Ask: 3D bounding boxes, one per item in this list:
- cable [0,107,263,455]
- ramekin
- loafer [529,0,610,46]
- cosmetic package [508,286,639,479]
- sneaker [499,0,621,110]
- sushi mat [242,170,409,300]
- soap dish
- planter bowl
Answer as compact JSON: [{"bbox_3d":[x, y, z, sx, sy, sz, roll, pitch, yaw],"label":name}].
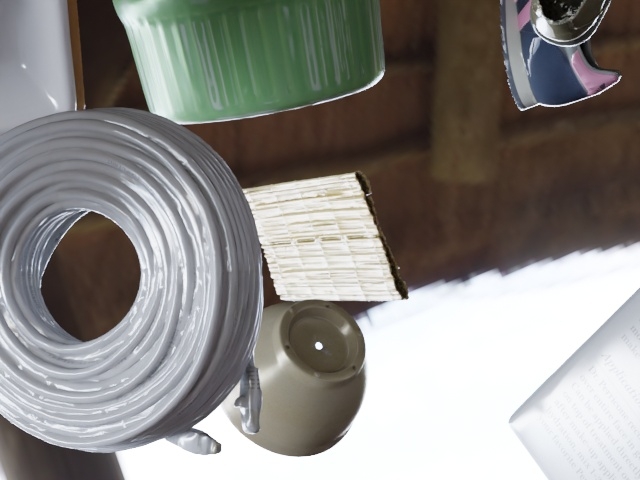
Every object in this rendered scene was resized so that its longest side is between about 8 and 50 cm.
[{"bbox_3d":[-0.167,0.029,1.315,0.257,0.257,0.089,3,2,20],"label":"cable"},{"bbox_3d":[-0.071,-0.229,2.000,0.303,0.148,0.303,-10,11,2],"label":"ramekin"},{"bbox_3d":[0.266,-0.300,1.669,0.087,0.094,0.251,-28,-43,-74],"label":"loafer"},{"bbox_3d":[0.386,0.088,1.421,0.161,0.230,0.453,-8,-34,-48],"label":"cosmetic package"},{"bbox_3d":[0.265,-0.311,1.995,0.131,0.319,0.112,-5,10,20],"label":"sneaker"},{"bbox_3d":[0.000,0.000,2.056,0.019,0.151,0.316,-22,8,-25],"label":"sushi mat"},{"bbox_3d":[-0.383,-0.204,1.731,0.290,0.118,0.229,-11,-48,-14],"label":"soap dish"},{"bbox_3d":[-0.016,0.126,1.829,0.162,0.162,0.109,-12,-26,-32],"label":"planter bowl"}]
